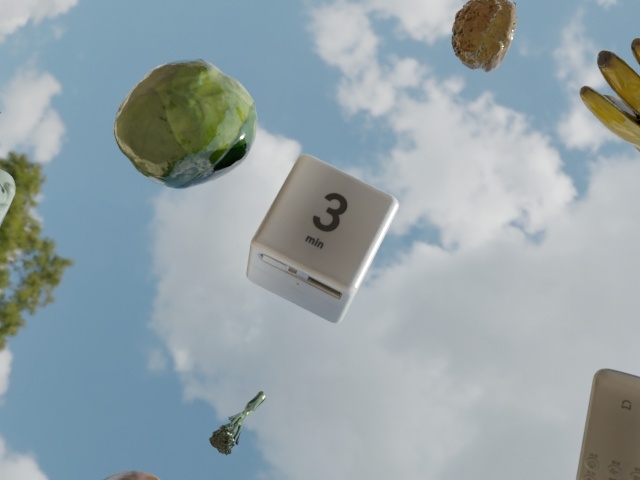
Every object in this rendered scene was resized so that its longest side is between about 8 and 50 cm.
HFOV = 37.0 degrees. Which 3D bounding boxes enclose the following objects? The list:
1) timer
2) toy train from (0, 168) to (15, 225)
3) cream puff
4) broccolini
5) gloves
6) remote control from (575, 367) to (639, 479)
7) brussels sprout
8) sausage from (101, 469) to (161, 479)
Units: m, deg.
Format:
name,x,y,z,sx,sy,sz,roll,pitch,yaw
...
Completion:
name,x,y,z,sx,sy,sz,roll,pitch,yaw
timer,0.000,0.000,1.655,0.195,0.192,0.194,-62,176,-23
toy train,-0.336,-0.017,0.925,0.051,0.052,0.234,-56,-161,31
cream puff,0.274,-0.354,1.631,0.144,0.103,0.126,49,58,-87
broccolini,-0.098,0.231,1.222,0.035,0.140,0.030,48,-65,4
gloves,0.423,-0.147,1.133,0.133,0.294,0.116,-43,-142,21
remote control,0.263,0.236,0.872,0.067,0.029,0.261,14,-62,25
brussels sprout,-0.216,-0.199,1.635,0.219,0.271,0.210,-38,-91,17
sausage,-0.192,0.243,0.741,0.109,0.270,0.109,-1,-93,19
